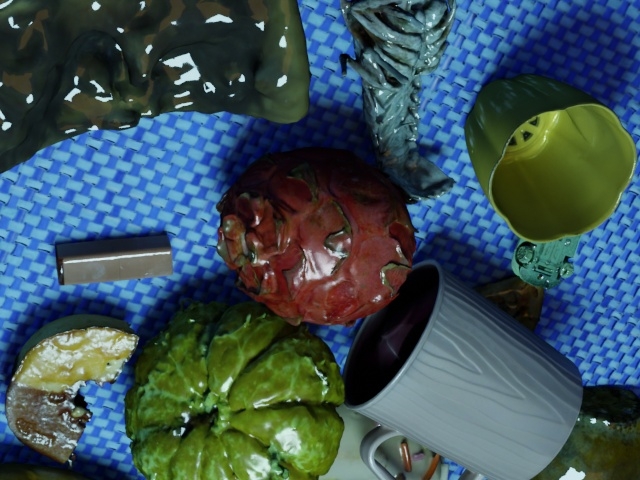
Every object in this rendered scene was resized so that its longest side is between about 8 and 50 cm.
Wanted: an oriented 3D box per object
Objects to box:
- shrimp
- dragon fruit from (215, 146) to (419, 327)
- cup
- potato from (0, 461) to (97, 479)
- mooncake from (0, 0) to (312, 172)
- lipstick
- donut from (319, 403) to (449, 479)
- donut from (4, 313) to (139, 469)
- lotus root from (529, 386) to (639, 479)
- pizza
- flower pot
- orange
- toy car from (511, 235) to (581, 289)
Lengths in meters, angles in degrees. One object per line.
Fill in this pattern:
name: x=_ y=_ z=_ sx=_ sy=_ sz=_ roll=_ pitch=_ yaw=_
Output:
shrimp: x=0.101 y=-0.227 z=1.581 sx=0.221 sy=0.166 sz=0.410 roll=-33 pitch=144 yaw=-35
dragon fruit: x=-0.005 y=-0.004 z=1.624 sx=0.252 sy=0.241 sz=0.240 roll=2 pitch=119 yaw=-1
cup: x=0.179 y=0.209 z=1.748 sx=0.273 sy=0.288 sz=0.208 roll=32 pitch=148 yaw=-18
potato: x=-0.347 y=0.393 z=1.792 sx=0.369 sy=0.176 sz=0.195 roll=16 pitch=109 yaw=-32
mooncake: x=-0.228 y=-0.214 z=1.346 sx=0.393 sy=0.394 sz=0.246 roll=8 pitch=121 yaw=26
lipstick: x=-0.264 y=0.025 z=1.675 sx=0.145 sy=0.045 sz=0.045 roll=-5 pitch=118 yaw=-12
donut: x=0.016 y=0.388 z=1.903 sx=0.383 sy=0.142 sz=0.382 roll=-7 pitch=121 yaw=-12
donut: x=-0.336 y=0.174 z=1.716 sx=0.141 sy=0.085 sz=0.217 roll=28 pitch=107 yaw=-27
lotus root: x=0.423 y=0.362 z=2.001 sx=0.267 sy=0.149 sz=0.260 roll=11 pitch=116 yaw=-24
pizza: x=0.237 y=0.103 z=1.865 sx=0.176 sy=0.036 sz=0.184 roll=25 pitch=109 yaw=-26
flower pot: x=0.274 y=-0.121 z=1.664 sx=0.195 sy=0.179 sz=0.195 roll=-8 pitch=121 yaw=-13
orange: x=-0.112 y=0.228 z=1.701 sx=0.301 sy=0.300 sz=0.223 roll=-2 pitch=166 yaw=17
toy car: x=0.324 y=-0.025 z=1.803 sx=0.093 sy=0.058 sz=0.186 roll=19 pitch=93 yaw=-25
